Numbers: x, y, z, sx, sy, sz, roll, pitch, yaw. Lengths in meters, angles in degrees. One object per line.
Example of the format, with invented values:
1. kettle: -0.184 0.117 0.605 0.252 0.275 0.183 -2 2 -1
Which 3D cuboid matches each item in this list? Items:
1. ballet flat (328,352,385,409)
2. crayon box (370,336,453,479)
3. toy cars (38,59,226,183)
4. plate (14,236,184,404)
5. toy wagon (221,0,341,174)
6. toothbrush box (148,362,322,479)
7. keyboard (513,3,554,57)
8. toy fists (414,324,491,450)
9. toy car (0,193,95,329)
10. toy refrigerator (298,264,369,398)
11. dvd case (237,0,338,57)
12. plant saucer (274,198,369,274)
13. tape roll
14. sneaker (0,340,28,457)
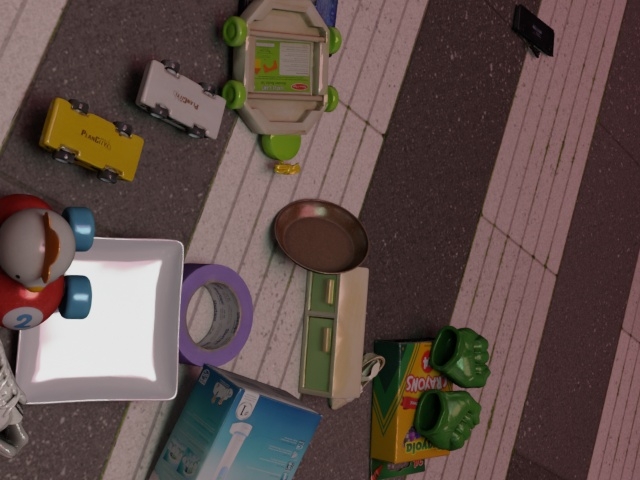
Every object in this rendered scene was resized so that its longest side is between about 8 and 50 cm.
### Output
1. ballet flat: 0.080 0.301 2.111 0.168 0.052 0.057 -47 121 -33
2. crayon box: 0.211 0.385 2.223 0.202 0.081 0.319 3 89 -45
3. toy cars: -0.328 -0.207 1.682 0.393 0.087 0.177 -34 119 -43
4. plate: -0.369 0.130 1.635 0.278 0.045 0.277 3 89 -30
5. toy wagon: -0.079 -0.302 1.922 0.267 0.068 0.345 -5 101 -43
6. toothbrush box: -0.164 0.402 1.771 0.216 0.126 0.296 26 88 -42
7. keyboard: 0.569 -0.545 2.605 0.180 0.023 0.108 21 70 -42
8. toy fists: 0.309 0.333 2.197 0.142 0.096 0.279 30 68 -43
9. toy car: -0.428 0.032 1.441 0.219 0.238 0.210 2 88 -29
10. toy refrigerator: 0.024 0.186 2.020 0.094 0.102 0.270 8 86 -44
11. dvd case: -0.061 -0.490 1.981 0.253 0.022 0.180 11 84 -45
12. plant saucer: 0.000 0.000 1.972 0.198 0.198 0.036 -33 156 -39
13. tape roll: -0.219 0.136 1.794 0.189 0.080 0.189 -1 92 -44
14. sneaker: -0.484 0.204 1.423 0.110 0.118 0.292 -44 151 -43
